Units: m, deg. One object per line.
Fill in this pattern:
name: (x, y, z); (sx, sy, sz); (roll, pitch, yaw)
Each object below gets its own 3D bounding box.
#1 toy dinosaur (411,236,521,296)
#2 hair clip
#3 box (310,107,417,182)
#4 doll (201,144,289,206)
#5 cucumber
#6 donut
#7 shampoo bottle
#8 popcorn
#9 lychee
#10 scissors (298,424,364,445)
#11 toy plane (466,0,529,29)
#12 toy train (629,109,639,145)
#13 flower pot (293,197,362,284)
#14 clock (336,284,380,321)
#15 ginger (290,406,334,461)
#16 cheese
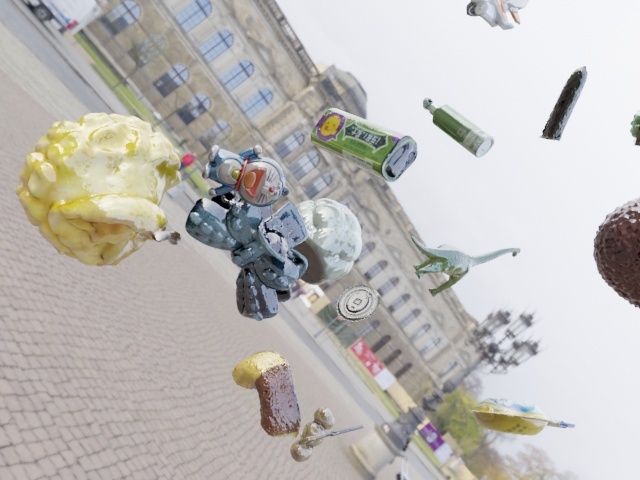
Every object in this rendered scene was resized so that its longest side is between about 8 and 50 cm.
toy dinosaur: (0.404, 0.034, 1.399); (0.447, 0.301, 0.087); (44, 19, -59)
hair clip: (-0.145, 0.014, 1.156); (0.310, 0.206, 0.194); (59, 29, -10)
box: (0.117, -0.278, 1.471); (0.097, 0.134, 0.346); (36, -1, -43)
doll: (-0.124, -0.109, 0.886); (0.152, 0.114, 0.085); (22, 13, -10)
cucumber: (0.748, -0.413, 1.574); (0.067, 0.067, 0.245); (47, -39, 38)
donut: (-0.154, 0.431, 1.508); (0.112, 0.151, 0.295); (-5, 43, -45)
shampoo bottle: (0.331, -0.285, 1.262); (0.204, 0.065, 0.065); (49, -5, 31)
popcorn: (-0.434, -0.094, 1.092); (0.382, 0.349, 0.349); (35, -10, 23)
lychee: (0.690, 0.020, 1.026); (0.260, 0.261, 0.260); (50, -4, 5)
scissors: (0.038, 0.618, 1.640); (0.088, 0.220, 0.017); (115, -36, -57)
toy plane: (0.358, -0.538, 1.049); (0.118, 0.244, 0.244); (-17, -62, 46)
toy train: (0.877, -0.253, 1.138); (0.327, 0.129, 0.159); (12, 17, 24)
flower pot: (0.000, 0.000, 1.462); (0.246, 0.195, 0.246); (26, -42, 27)
clock: (0.066, 0.111, 0.907); (0.074, 0.083, 0.010); (24, -35, 31)
ginger: (-0.025, 0.664, 1.756); (0.080, 0.204, 0.104); (36, -10, 9)
cheese: (0.442, 0.394, 1.132); (0.271, 0.069, 0.177); (18, -22, -26)
